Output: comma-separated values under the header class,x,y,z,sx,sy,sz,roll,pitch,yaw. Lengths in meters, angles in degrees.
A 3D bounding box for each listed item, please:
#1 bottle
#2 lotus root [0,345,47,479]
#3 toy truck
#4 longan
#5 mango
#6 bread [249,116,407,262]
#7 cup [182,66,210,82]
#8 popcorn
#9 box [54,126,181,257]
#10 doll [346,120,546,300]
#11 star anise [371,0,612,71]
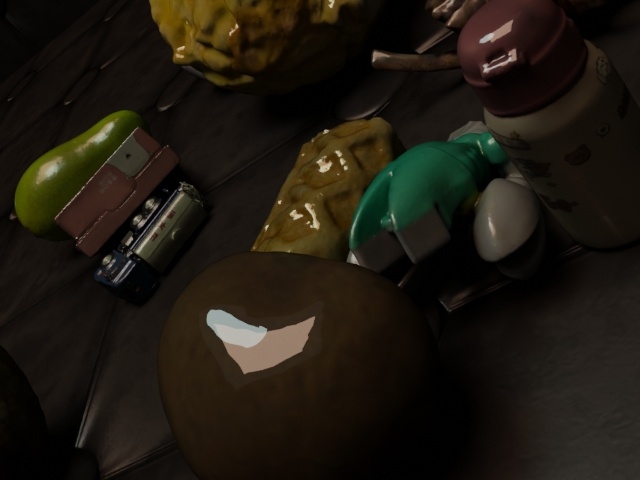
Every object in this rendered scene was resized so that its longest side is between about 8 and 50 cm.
class,x,y,z,sx,sy,sz,roll,pitch,yaw
bottle,0.199,-0.101,0.700,0.110,0.233,0.110,-31,33,23
lotus root,-0.449,0.264,1.049,0.149,0.260,0.267,-16,28,37
toy truck,-0.248,0.003,1.293,0.088,0.074,0.201,18,67,48
longan,-0.025,0.116,0.722,0.246,0.246,0.215,-43,-5,5
mango,-0.426,-0.118,1.549,0.293,0.175,0.143,-43,60,-1
bread,0.000,0.000,0.925,0.152,0.130,0.267,99,-165,-61
cup,-0.169,-0.354,1.584,0.142,0.174,0.134,35,113,58
popcorn,-0.056,-0.399,1.301,0.354,0.344,0.390,-19,-21,-43
box,-0.332,-0.080,1.407,0.215,0.086,0.215,-48,9,-5
doll,0.137,-0.032,0.811,0.258,0.153,0.195,-38,8,-19
star anise,0.241,-0.287,1.000,0.349,0.109,0.292,-36,23,-5
